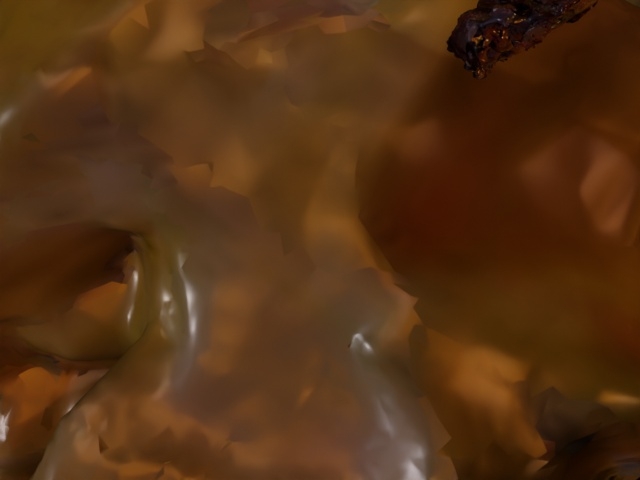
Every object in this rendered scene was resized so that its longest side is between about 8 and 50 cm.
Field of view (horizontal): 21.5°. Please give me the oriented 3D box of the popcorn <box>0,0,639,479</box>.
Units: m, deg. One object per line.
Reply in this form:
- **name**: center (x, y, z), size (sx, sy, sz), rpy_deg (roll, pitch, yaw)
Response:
- **popcorn**: center (0.000, 0.000, 0.586), size (0.297, 0.316, 0.281), rpy_deg (13, 176, -8)

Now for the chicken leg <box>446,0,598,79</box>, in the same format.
- **chicken leg**: center (0.056, -0.062, 0.430), size (0.021, 0.036, 0.083), rpy_deg (64, 163, 2)
